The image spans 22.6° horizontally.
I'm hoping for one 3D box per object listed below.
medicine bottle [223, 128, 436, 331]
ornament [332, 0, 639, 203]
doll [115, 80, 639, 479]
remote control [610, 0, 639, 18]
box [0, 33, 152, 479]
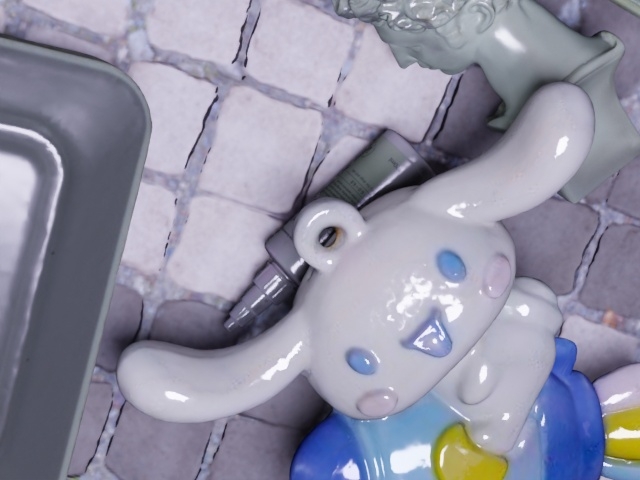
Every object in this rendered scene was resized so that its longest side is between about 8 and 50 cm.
[{"bbox_3d":[0.000,0.000,1.231,0.199,0.057,0.057,-42,110,-1],"label":"medicine bottle"},{"bbox_3d":[0.140,-0.148,1.200,0.285,0.120,0.130,37,90,-21],"label":"ornament"},{"bbox_3d":[0.096,0.111,1.185,0.376,0.187,0.365,-26,117,20],"label":"doll"},{"bbox_3d":[0.211,-0.251,1.238,0.234,0.038,0.098,27,96,-20],"label":"remote control"},{"bbox_3d":[-0.334,0.016,1.127,0.373,0.090,0.367,11,99,-18],"label":"box"}]
